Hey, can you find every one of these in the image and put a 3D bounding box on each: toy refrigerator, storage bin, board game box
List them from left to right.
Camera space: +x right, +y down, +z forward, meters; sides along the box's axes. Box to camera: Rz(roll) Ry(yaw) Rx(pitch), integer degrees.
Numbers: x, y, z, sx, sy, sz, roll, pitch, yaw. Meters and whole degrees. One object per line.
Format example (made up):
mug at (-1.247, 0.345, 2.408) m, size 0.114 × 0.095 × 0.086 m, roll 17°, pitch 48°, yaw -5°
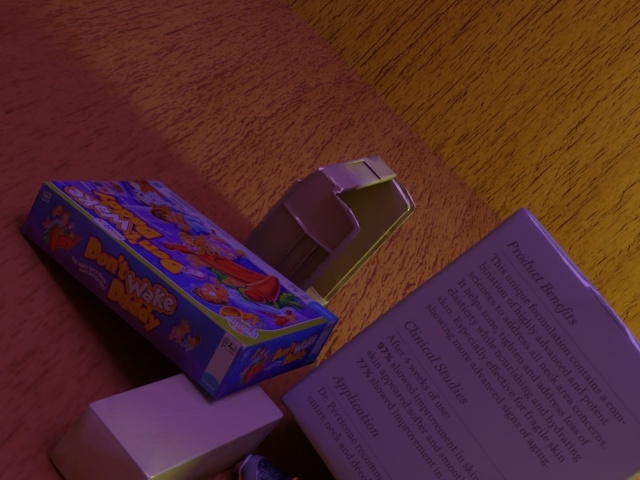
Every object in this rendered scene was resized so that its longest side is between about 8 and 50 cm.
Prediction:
toy refrigerator at (-0.165, 0.221, 1.065) m, size 0.102 × 0.094 × 0.269 m, roll 46°, pitch 22°, yaw 16°
board game box at (-0.176, 0.047, 1.216) m, size 0.347 × 0.078 × 0.233 m, roll 36°, pitch 19°, yaw 21°
storage bin at (0.000, 0.000, 1.487) m, size 0.123 × 0.260 × 0.262 m, roll 47°, pitch 23°, yaw 10°

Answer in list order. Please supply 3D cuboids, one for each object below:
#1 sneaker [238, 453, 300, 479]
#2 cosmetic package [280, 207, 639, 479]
sneaker at (-0.012, 0.336, 1.146) m, size 0.215 × 0.083 × 0.084 m, roll 46°, pitch 24°, yaw 2°
cosmetic package at (0.229, 0.222, 1.257) m, size 0.329 × 0.394 × 0.327 m, roll 55°, pitch 8°, yaw 17°
